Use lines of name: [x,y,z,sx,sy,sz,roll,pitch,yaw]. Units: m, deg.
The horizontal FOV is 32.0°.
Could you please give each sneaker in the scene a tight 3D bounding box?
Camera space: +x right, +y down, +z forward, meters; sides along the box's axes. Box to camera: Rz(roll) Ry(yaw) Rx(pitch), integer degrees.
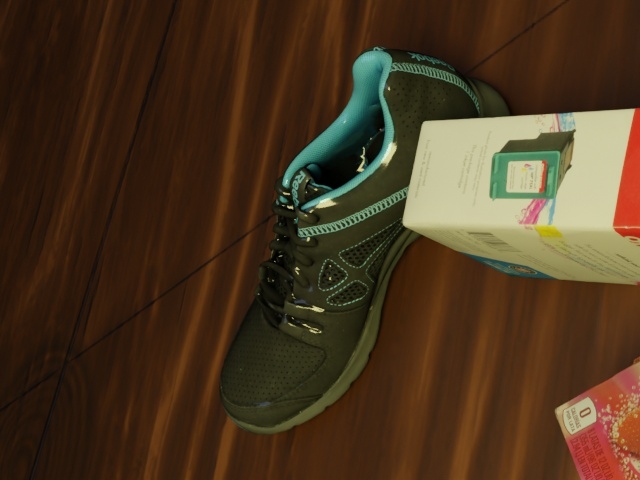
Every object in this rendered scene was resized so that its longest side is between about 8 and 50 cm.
sneaker: [0.000,0.000,0.874,0.125,0.140,0.340,43,106,43]

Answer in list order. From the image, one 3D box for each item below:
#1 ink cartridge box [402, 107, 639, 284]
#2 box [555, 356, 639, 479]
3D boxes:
ink cartridge box: [0.184,-0.023,0.705,0.231,0.134,0.078,3,75,45]
box: [0.240,0.180,0.570,0.123,0.128,0.256,-36,51,28]
